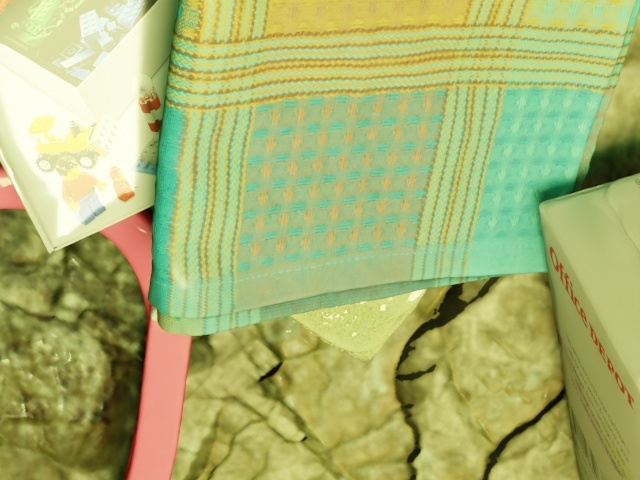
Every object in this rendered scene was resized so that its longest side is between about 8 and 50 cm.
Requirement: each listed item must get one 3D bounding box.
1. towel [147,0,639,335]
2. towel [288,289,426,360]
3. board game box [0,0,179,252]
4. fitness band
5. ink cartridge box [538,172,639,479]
[{"bbox_3d":[0.055,-0.121,0.692,0.271,0.040,0.370,-8,127,-27],"label":"towel"},{"bbox_3d":[0.000,0.000,0.828,0.148,0.027,0.110,31,103,-15],"label":"towel"},{"bbox_3d":[-0.048,-0.145,0.736,0.305,0.053,0.193,-25,110,-5],"label":"board game box"},{"bbox_3d":[-0.186,0.093,0.830,0.209,0.054,0.291,8,107,-8],"label":"fitness band"},{"bbox_3d":[0.238,0.090,0.778,0.168,0.171,0.233,-16,127,-1],"label":"ink cartridge box"}]
